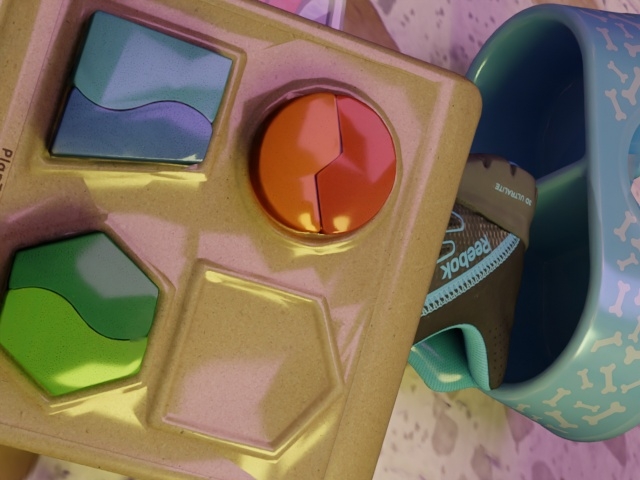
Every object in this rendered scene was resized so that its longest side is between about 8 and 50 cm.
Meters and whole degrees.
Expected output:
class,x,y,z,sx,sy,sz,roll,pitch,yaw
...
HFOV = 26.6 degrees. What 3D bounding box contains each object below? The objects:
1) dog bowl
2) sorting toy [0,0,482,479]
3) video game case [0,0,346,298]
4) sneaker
class,x,y,z,sx,sy,sz,roll,pitch,yaw
dog bowl,0.154,-0.022,0.878,0.074,0.166,0.297,17,65,-31
sorting toy,-0.064,0.045,0.571,0.229,0.041,0.307,18,87,-20
video game case,-0.082,-0.067,0.593,0.184,0.023,0.201,7,90,-21
sneaker,0.000,0.000,0.723,0.341,0.125,0.139,14,74,-40
